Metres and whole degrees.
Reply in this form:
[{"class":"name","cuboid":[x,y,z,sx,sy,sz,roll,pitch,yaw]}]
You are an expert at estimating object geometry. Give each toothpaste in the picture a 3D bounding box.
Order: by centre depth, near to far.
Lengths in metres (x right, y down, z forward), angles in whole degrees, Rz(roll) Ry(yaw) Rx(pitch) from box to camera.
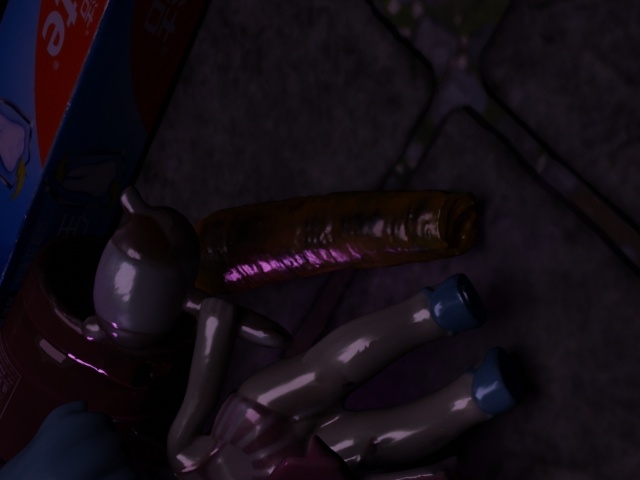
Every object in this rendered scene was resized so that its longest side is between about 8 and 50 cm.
[{"class":"toothpaste","cuboid":[-0.123,-0.084,0.896,0.076,0.066,0.320,43,120,35]}]

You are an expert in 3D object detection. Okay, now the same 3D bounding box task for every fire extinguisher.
[{"class":"fire extinguisher","cuboid":[-0.152,0.126,0.916,0.105,0.104,0.269,48,122,32]}]

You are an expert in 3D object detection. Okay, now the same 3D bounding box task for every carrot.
[{"class":"carrot","cuboid":[0.000,0.000,0.797,0.170,0.042,0.042,-6,87,43]}]

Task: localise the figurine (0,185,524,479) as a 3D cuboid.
[{"class":"figurine","cuboid":[-0.048,0.080,0.758,0.260,0.103,0.205,-27,103,19]}]
